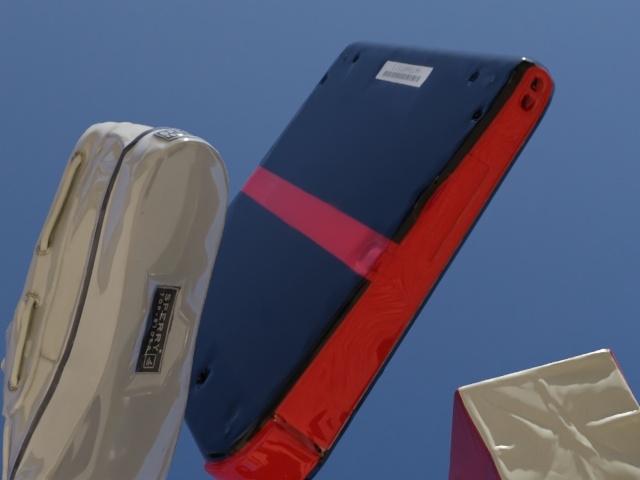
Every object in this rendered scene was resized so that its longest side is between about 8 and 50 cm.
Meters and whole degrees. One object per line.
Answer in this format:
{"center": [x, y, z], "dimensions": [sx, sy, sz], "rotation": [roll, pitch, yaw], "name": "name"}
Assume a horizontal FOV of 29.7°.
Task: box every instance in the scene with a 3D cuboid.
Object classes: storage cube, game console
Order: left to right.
{"center": [0.000, 0.000, 0.917], "dimensions": [0.060, 0.386, 0.342], "rotation": [37, -91, -20], "name": "game console"}
{"center": [0.261, 0.262, 1.321], "dimensions": [0.215, 0.193, 0.184], "rotation": [-14, -132, -9], "name": "storage cube"}

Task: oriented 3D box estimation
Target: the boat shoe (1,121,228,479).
{"center": [-0.131, 0.064, 0.657], "dimensions": [0.096, 0.088, 0.268], "rotation": [7, -82, -54], "name": "boat shoe"}
